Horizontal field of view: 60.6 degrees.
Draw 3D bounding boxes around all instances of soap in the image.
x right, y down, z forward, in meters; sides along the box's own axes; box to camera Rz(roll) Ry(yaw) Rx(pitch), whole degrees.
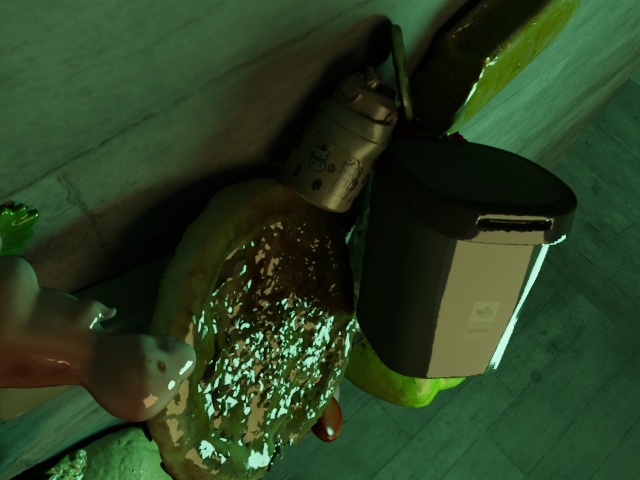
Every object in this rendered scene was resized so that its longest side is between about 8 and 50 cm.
[{"bbox_3d":[0.225,-0.253,0.733,0.257,0.080,0.160,-44,164,2],"label":"soap"}]

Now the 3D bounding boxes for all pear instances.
[{"bbox_3d":[0.192,0.192,1.268,0.391,0.391,0.391,-39,163,-14],"label":"pear"}]

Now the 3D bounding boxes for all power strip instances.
[{"bbox_3d":[-0.196,0.075,0.612,0.385,0.062,0.091,-28,155,-43],"label":"power strip"}]

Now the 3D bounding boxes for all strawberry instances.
[{"bbox_3d":[0.146,-0.138,0.824,0.192,0.085,0.140,-5,178,-20],"label":"strawberry"}]

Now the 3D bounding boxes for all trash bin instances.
[{"bbox_3d":[0.155,0.019,0.683,0.220,0.219,0.250,3,113,-17],"label":"trash bin"}]

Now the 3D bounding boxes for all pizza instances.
[{"bbox_3d":[0.000,0.000,0.928,0.176,0.036,0.184,-51,158,-4],"label":"pizza"}]

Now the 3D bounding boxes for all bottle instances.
[{"bbox_3d":[0.030,-0.114,0.598,0.152,0.099,0.099,-60,159,19],"label":"bottle"}]

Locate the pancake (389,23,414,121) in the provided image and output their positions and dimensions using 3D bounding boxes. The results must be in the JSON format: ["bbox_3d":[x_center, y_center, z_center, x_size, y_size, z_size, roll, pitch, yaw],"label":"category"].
[{"bbox_3d":[0.089,-0.181,0.598,0.017,0.108,0.108,-6,169,13],"label":"pancake"}]

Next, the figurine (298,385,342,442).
[{"bbox_3d":[-0.043,0.430,1.559,0.211,0.269,0.261,-37,172,-38],"label":"figurine"}]

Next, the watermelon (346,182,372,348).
[{"bbox_3d":[0.102,0.016,0.918,0.302,0.151,0.264,-46,172,-18],"label":"watermelon"}]

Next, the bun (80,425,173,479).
[{"bbox_3d":[-0.379,0.502,0.945,0.349,0.227,0.352,-50,167,16],"label":"bun"}]

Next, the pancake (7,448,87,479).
[{"bbox_3d":[-0.457,0.399,0.634,0.427,0.067,0.305,-37,-171,-24],"label":"pancake"}]

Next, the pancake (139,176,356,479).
[{"bbox_3d":[-0.059,0.116,0.654,0.382,0.071,0.382,-27,122,-52],"label":"pancake"}]

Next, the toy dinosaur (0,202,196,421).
[{"bbox_3d":[-0.213,0.087,0.397,0.194,0.177,0.152,-18,150,-51],"label":"toy dinosaur"}]
